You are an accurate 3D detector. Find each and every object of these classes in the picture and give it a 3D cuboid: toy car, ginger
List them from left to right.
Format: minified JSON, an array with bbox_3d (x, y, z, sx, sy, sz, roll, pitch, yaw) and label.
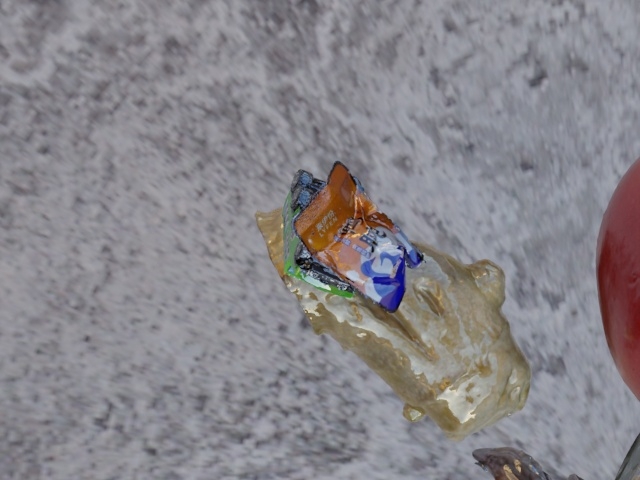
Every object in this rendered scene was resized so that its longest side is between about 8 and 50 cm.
[{"bbox_3d":[0.000,0.000,1.577,0.071,0.165,0.062,22,119,-16],"label":"toy car"},{"bbox_3d":[0.076,0.072,1.764,0.354,0.126,0.190,30,100,-11],"label":"ginger"}]

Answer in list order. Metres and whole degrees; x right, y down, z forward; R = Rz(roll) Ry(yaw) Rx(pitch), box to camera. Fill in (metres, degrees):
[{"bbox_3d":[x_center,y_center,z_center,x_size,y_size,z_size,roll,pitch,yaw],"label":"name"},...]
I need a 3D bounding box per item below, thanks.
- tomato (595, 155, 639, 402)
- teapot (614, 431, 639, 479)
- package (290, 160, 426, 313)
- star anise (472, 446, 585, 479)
[{"bbox_3d":[0.334,0.050,1.301,0.226,0.298,0.299,-42,75,11],"label":"tomato"},{"bbox_3d":[0.202,0.169,1.098,0.043,0.043,0.111,36,69,15],"label":"teapot"},{"bbox_3d":[0.030,-0.001,1.255,0.110,0.033,0.077,42,73,-15],"label":"package"},{"bbox_3d":[0.106,0.145,0.695,0.042,0.141,0.141,-26,75,28],"label":"star anise"}]
